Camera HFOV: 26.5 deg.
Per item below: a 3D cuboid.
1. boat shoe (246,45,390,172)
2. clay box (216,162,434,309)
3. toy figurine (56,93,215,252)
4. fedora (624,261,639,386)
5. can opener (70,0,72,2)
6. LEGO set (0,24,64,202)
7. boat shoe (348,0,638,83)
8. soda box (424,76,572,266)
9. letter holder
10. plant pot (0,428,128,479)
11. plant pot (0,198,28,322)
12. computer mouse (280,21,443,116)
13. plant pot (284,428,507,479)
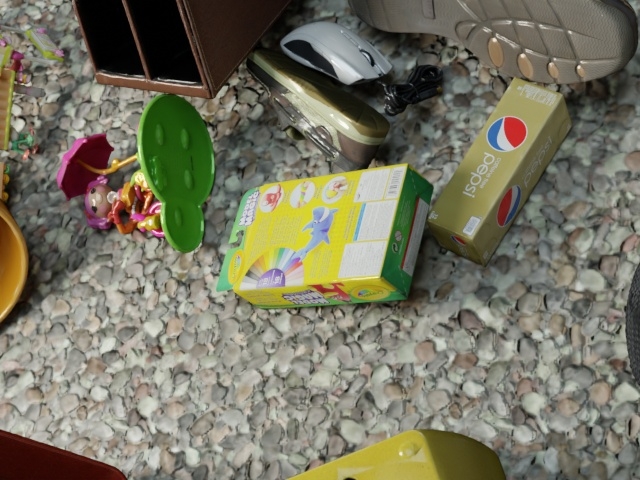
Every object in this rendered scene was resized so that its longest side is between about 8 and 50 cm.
[{"bbox_3d":[-0.016,-0.141,1.463,0.223,0.080,0.073,38,114,40],"label":"boat shoe"},{"bbox_3d":[0.000,0.000,1.367,0.222,0.053,0.127,-6,59,41],"label":"clay box"},{"bbox_3d":[-0.215,-0.062,1.494,0.159,0.130,0.173,-9,84,31],"label":"toy figurine"},{"bbox_3d":[0.355,0.084,1.113,0.334,0.334,0.152,-55,28,-13],"label":"fedora"},{"bbox_3d":[-0.257,-0.280,1.649,0.186,0.073,0.059,31,116,34],"label":"can opener"},{"bbox_3d":[-0.368,-0.177,1.623,0.132,0.107,0.287,-44,54,36],"label":"LEGO set"},{"bbox_3d":[0.183,-0.269,1.414,0.355,0.132,0.130,26,48,33],"label":"boat shoe"},{"bbox_3d":[0.180,-0.070,1.358,0.058,0.061,0.181,26,74,30],"label":"soda box"},{"bbox_3d":[-0.132,-0.333,1.473,0.152,0.214,0.302,10,46,26],"label":"letter holder"},{"bbox_3d":[-0.290,0.350,1.203,0.236,0.267,0.267,-39,56,11],"label":"plant pot"},{"bbox_3d":[-0.445,-0.009,1.494,0.205,0.205,0.188,-37,41,-2],"label":"plant pot"},{"bbox_3d":[0.037,-0.197,1.463,0.193,0.042,0.106,29,38,27],"label":"computer mouse"},{"bbox_3d":[0.063,0.273,1.141,0.212,0.187,0.212,-23,57,7],"label":"plant pot"}]
